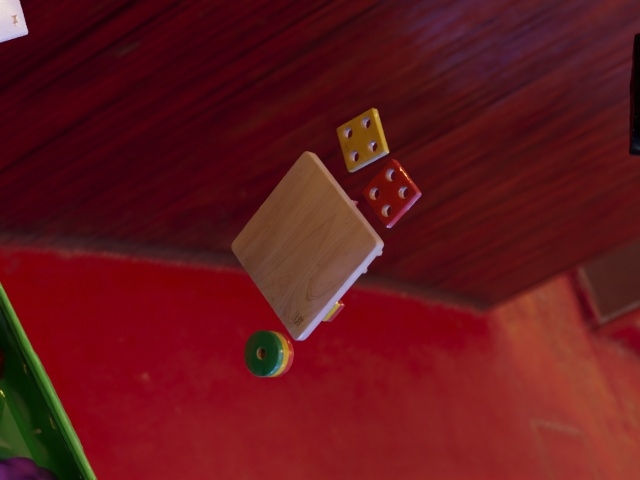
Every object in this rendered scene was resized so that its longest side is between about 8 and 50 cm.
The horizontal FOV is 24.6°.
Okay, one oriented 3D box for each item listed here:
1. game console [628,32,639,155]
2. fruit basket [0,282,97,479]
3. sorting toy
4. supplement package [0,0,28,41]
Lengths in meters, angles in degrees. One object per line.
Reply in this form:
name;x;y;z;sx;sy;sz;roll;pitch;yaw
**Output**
game console;0.324;-0.034;1.017;0.361;0.213;0.044;-78;169;-47
fruit basket;-0.346;0.197;1.215;0.392;0.283;0.392;59;2;-3
sorting toy;0.000;0.000;1.423;0.046;0.274;0.132;8;38;-51
supplement package;-0.350;-0.198;1.221;0.105;0.179;0.105;-28;109;-48
